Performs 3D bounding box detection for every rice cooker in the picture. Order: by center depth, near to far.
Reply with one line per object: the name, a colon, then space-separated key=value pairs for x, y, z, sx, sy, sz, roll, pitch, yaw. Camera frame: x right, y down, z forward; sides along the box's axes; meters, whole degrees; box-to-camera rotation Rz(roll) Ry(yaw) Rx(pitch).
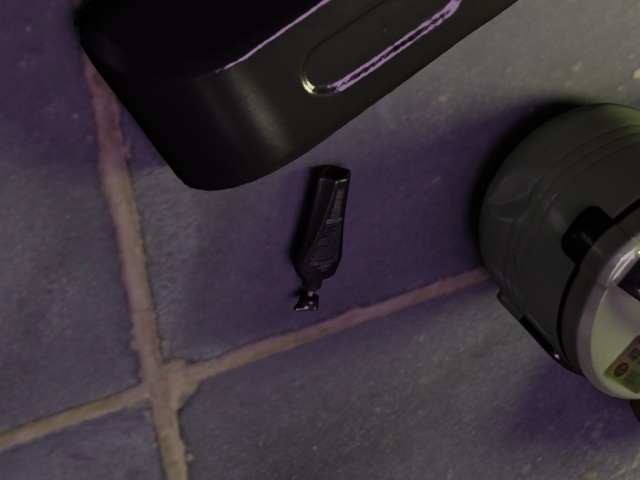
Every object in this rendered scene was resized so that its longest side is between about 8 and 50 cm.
rice cooker: x=0.271 y=0.014 z=1.237 sx=0.226 sy=0.244 sz=0.226 roll=-16 pitch=126 yaw=-23

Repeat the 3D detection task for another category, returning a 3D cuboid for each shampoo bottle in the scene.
shampoo bottle: x=0.000 y=0.000 z=1.218 sx=0.048 sy=0.027 sz=0.137 roll=-12 pitch=128 yaw=-33

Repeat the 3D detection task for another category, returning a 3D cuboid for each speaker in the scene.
speaker: x=0.041 y=-0.172 z=1.013 sx=0.388 sy=0.184 sz=0.180 roll=-35 pitch=133 yaw=-1

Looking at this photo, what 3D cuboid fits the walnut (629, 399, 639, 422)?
walnut: x=0.419 y=0.153 z=1.476 sx=0.230 sy=0.178 sz=0.178 roll=26 pitch=107 yaw=-44
